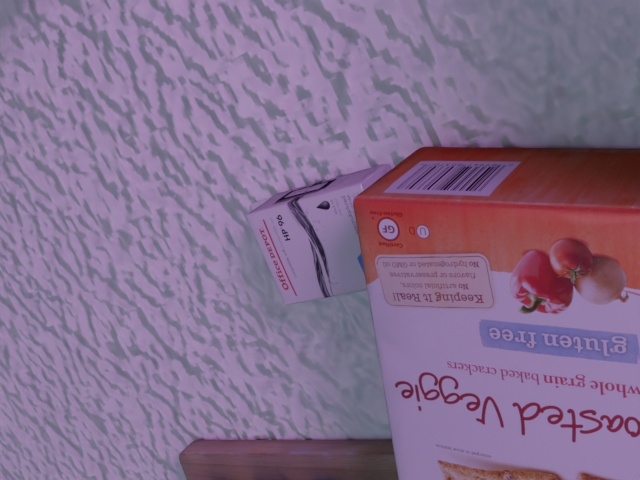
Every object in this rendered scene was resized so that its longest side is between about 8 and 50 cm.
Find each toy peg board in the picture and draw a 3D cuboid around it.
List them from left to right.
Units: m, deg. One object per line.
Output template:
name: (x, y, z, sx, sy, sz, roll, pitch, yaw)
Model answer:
toy peg board: (-0.004, 0.195, 0.522, 0.161, 0.079, 0.161, -8, 109, 35)

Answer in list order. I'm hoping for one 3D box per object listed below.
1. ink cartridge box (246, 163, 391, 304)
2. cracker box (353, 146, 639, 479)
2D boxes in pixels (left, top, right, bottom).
ink cartridge box: (0.000, 0.000, 0.451, 0.083, 0.028, 0.048, -14, 105, 37)
cracker box: (0.110, 0.081, 0.398, 0.155, 0.067, 0.232, 3, 116, 32)
